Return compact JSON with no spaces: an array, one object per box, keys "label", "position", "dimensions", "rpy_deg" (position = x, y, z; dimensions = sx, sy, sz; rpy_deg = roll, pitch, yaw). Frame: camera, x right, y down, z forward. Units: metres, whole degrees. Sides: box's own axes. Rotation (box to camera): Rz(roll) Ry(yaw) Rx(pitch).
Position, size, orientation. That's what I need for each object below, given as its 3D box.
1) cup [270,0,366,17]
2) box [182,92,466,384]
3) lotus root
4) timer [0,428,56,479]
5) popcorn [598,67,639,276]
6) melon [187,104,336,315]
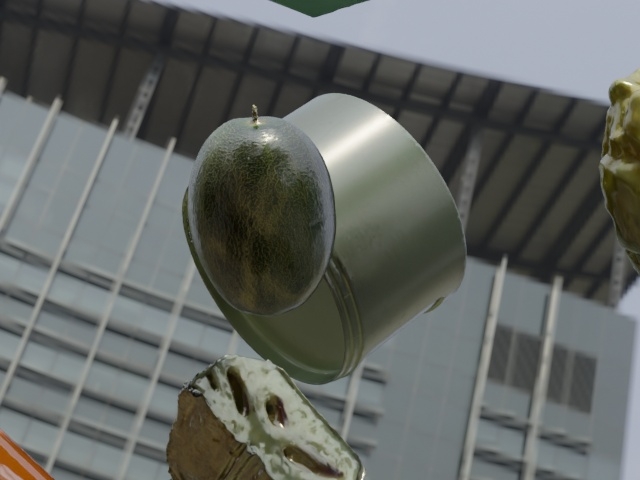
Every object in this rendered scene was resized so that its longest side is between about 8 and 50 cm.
[{"label":"cup","position":[-0.053,-0.207,0.854],"dimensions":[0.134,0.235,0.148],"rpy_deg":[21,-75,34]},{"label":"box","position":[0.000,0.000,1.356],"dimensions":[0.226,0.149,0.226],"rpy_deg":[37,-33,30]},{"label":"lotus root","position":[-0.042,0.152,1.021],"dimensions":[0.143,0.070,0.144],"rpy_deg":[49,-36,6]},{"label":"timer","position":[-0.295,0.213,0.900],"dimensions":[0.161,0.257,0.250],"rpy_deg":[46,-25,14]},{"label":"popcorn","position":[0.315,-0.046,1.022],"dimensions":[0.225,0.249,0.249],"rpy_deg":[-13,-30,-25]},{"label":"melon","position":[-0.044,-0.023,1.142],"dimensions":[0.114,0.114,0.167],"rpy_deg":[4,-66,15]}]
